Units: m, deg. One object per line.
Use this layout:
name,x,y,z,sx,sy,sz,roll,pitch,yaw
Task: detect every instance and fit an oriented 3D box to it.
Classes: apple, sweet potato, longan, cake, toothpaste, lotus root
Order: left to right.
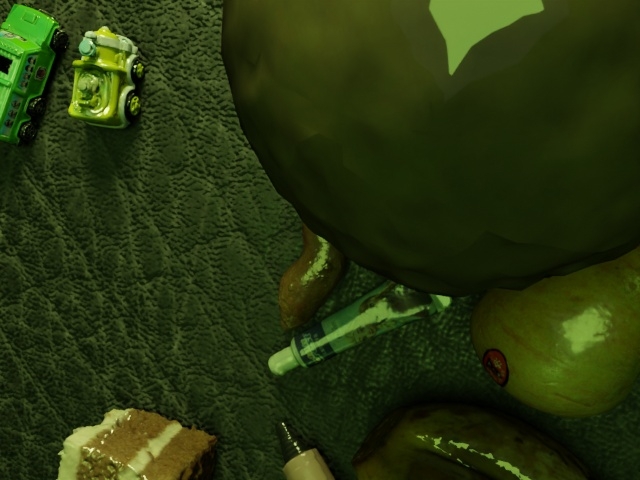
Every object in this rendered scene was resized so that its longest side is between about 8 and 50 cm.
cake,-0.211,0.279,0.735,0.147,0.135,0.135,12,99,11
sweet potato,0.003,0.002,0.711,0.065,0.051,0.218,21,98,12
toothpaste,0.038,0.092,0.720,0.216,0.037,0.062,-28,87,8
longan,0.120,-0.182,0.501,0.404,0.404,0.436,22,100,10
lotus root,0.172,0.265,0.634,0.291,0.193,0.193,30,100,14
apple,0.231,0.072,0.607,0.155,0.182,0.182,32,101,31

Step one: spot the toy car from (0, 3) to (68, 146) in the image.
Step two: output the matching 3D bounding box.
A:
toy car,-0.364,-0.198,0.769,0.071,0.062,0.165,26,99,10

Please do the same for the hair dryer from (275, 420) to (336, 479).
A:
hair dryer,0.037,0.354,0.709,0.344,0.106,0.189,57,138,22

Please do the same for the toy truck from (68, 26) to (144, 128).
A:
toy truck,-0.251,-0.187,0.738,0.076,0.077,0.111,8,96,11
